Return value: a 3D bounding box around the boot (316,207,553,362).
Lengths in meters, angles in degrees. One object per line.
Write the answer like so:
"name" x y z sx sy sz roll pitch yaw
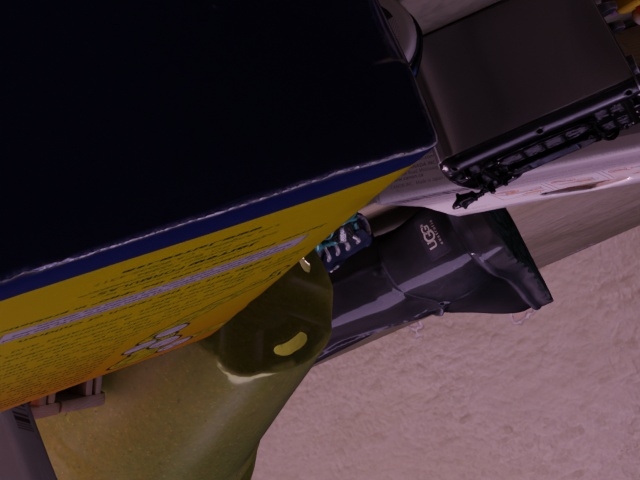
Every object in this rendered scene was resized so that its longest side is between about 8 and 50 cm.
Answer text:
"boot" 0.034 0.095 2.350 0.445 0.146 0.367 -30 158 10

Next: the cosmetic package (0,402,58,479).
"cosmetic package" -0.441 0.179 1.437 0.453 0.230 0.161 -21 173 -2

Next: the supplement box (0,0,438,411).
"supplement box" -0.122 -0.051 0.869 0.195 0.194 0.356 -18 172 -22

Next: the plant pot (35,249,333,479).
"plant pot" -0.123 0.097 1.742 0.276 0.276 0.254 -15 159 -41

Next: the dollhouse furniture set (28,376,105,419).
"dollhouse furniture set" -0.286 0.068 1.622 0.184 0.129 0.129 8 -173 28

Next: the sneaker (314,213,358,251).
"sneaker" 0.015 -0.037 1.752 0.065 0.076 0.166 -20 172 -17

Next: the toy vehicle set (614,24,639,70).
"toy vehicle set" 0.308 -0.161 1.846 0.166 0.035 0.267 -19 172 -16

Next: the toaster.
"toaster" 0.153 -0.111 1.495 0.186 0.110 0.168 -24 171 11

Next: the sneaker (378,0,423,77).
"sneaker" -0.027 -0.086 1.300 0.217 0.079 0.121 -24 171 9

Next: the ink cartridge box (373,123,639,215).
"ink cartridge box" 0.221 -0.084 1.809 0.296 0.066 0.261 -11 175 19

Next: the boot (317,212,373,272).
"boot" 0.000 0.000 2.039 0.086 0.069 0.190 -30 179 10

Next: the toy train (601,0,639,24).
"toy train" 0.283 -0.198 1.493 0.166 0.046 0.125 -18 172 -22
